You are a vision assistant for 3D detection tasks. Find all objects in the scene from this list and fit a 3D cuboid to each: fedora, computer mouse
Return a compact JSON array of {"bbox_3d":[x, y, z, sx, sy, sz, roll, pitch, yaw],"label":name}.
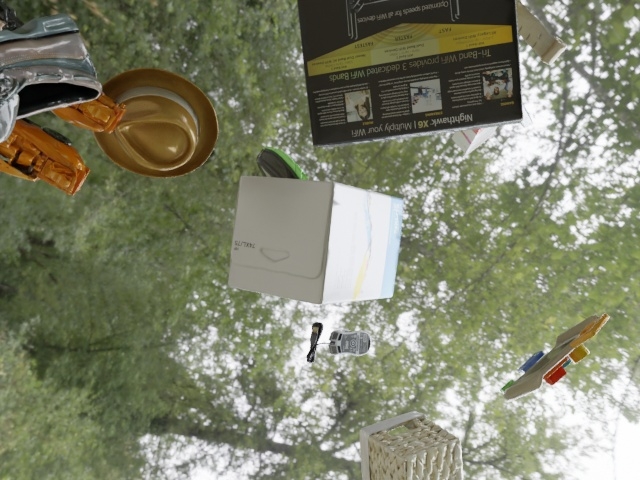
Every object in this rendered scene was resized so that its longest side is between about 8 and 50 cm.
[{"bbox_3d":[-0.252,-0.165,0.841,0.194,0.194,0.079,-54,-150,19],"label":"fedora"},{"bbox_3d":[0.048,0.271,1.448,0.042,0.192,0.106,-5,-101,58],"label":"computer mouse"}]

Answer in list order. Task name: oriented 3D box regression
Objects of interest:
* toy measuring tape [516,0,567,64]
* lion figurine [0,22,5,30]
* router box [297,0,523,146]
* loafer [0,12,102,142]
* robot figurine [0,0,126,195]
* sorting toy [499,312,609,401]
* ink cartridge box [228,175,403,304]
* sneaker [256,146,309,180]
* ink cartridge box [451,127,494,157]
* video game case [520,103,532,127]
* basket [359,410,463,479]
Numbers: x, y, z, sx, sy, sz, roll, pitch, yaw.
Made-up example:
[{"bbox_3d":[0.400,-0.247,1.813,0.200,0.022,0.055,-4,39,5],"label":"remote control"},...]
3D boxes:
[{"bbox_3d":[0.287,-0.419,0.885,0.330,0.121,0.121,52,-58,12],"label":"toy measuring tape"},{"bbox_3d":[-0.644,-0.406,0.890,0.392,0.142,0.241,-12,105,-75],"label":"lion figurine"},{"bbox_3d":[0.129,-0.276,0.808,0.308,0.081,0.243,-4,-84,17],"label":"router box"},{"bbox_3d":[-0.272,-0.126,0.467,0.096,0.084,0.268,-21,-155,24],"label":"loafer"},{"bbox_3d":[-0.423,-0.196,0.718,0.211,0.290,0.085,-57,-161,7],"label":"robot figurine"},{"bbox_3d":[0.466,0.246,1.090,0.196,0.047,0.348,-37,162,-19],"label":"sorting toy"},{"bbox_3d":[0.000,0.000,0.998,0.198,0.270,0.197,8,-88,31],"label":"ink cartridge box"},{"bbox_3d":[-0.110,-0.047,1.654,0.185,0.202,0.483,174,-100,-71],"label":"sneaker"},{"bbox_3d":[0.440,-0.320,1.533,0.115,0.067,0.198,-36,167,-11],"label":"ink cartridge box"},{"bbox_3d":[0.307,-0.300,0.958,0.022,0.173,0.191,-29,-108,24],"label":"video game case"},{"bbox_3d":[0.132,0.347,0.777,0.103,0.113,0.168,3,-81,63],"label":"basket"}]
